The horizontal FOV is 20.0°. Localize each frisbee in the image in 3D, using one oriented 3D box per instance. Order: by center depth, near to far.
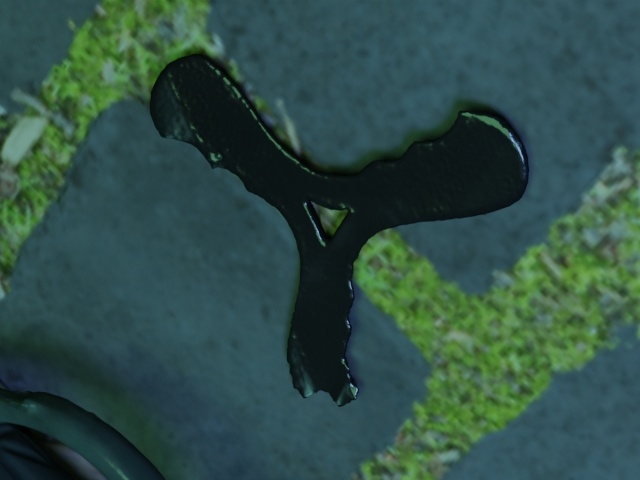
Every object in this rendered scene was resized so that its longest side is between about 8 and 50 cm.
[{"bbox_3d":[0.000,0.000,0.936,0.211,0.012,0.187,17,118,22],"label":"frisbee"}]

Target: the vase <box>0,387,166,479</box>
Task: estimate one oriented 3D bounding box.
[{"bbox_3d":[-0.186,0.170,1.036,0.301,0.156,0.251,48,125,11],"label":"vase"}]
